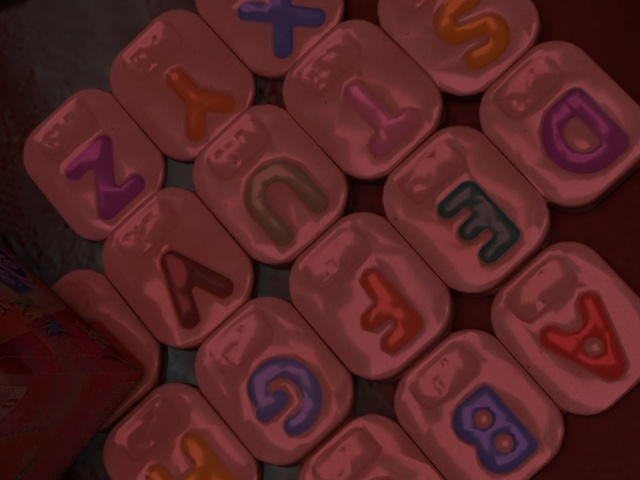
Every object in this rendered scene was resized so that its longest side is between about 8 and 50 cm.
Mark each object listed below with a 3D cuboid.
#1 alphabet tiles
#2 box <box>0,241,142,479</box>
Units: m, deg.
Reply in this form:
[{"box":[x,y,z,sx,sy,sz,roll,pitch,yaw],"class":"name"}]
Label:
[{"box":[0.000,0.000,0.609,0.284,0.021,0.278,-42,74,3],"class":"alphabet tiles"},{"box":[-0.238,0.122,0.571,0.154,0.142,0.300,39,96,17],"class":"box"}]
